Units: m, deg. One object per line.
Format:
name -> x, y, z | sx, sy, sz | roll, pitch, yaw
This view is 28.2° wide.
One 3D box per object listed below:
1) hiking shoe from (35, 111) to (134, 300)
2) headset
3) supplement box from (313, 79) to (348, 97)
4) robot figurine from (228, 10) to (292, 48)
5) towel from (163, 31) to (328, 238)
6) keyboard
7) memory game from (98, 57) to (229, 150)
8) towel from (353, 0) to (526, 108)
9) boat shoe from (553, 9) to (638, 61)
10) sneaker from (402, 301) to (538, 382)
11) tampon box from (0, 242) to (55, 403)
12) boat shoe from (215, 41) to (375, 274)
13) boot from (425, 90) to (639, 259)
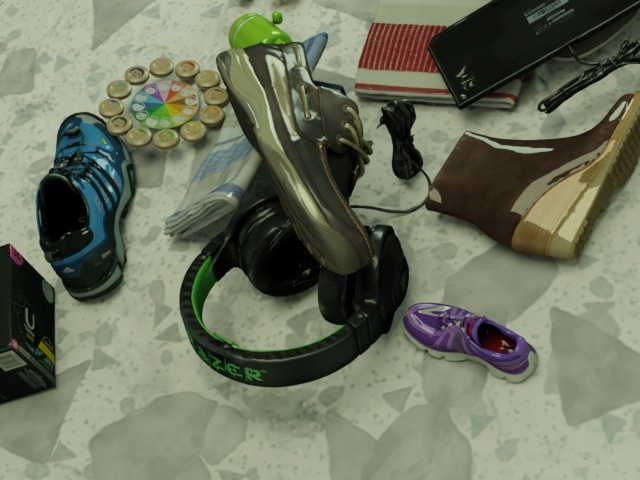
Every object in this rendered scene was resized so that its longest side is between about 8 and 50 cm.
hiking shoe -> -0.322, -0.073, 1.726 | 0.113, 0.132, 0.304 | -18, 54, 9
headset -> 0.000, 0.000, 1.524 | 0.243, 0.185, 0.394 | 24, 52, 31
supplement box -> -0.013, -0.167, 1.720 | 0.083, 0.056, 0.083 | 15, 65, 28
robot figurine -> -0.085, -0.280, 1.814 | 0.101, 0.067, 0.115 | -49, 54, 1
towel -> -0.100, -0.136, 1.673 | 0.209, 0.034, 0.285 | -22, 36, 59
keyboard -> 0.306, -0.257, 1.611 | 0.317, 0.033, 0.201 | -30, 59, 13
memory game -> -0.221, -0.197, 1.815 | 0.186, 0.012, 0.186 | -1, 50, 2
towel -> 0.195, -0.322, 1.758 | 0.237, 0.037, 0.329 | 6, 61, 24
boat shoe -> 0.406, -0.376, 1.675 | 0.335, 0.095, 0.112 | -43, 54, -10
sneaker -> 0.170, 0.102, 1.464 | 0.170, 0.071, 0.068 | 17, 65, 30
tampon box -> -0.414, 0.110, 1.647 | 0.102, 0.120, 0.161 | -17, 54, 10
boat shoe -> -0.009, -0.118, 1.469 | 0.130, 0.132, 0.355 | -25, 55, -4
boot -> 0.265, -0.105, 1.552 | 0.207, 0.090, 0.248 | 24, 73, 29
